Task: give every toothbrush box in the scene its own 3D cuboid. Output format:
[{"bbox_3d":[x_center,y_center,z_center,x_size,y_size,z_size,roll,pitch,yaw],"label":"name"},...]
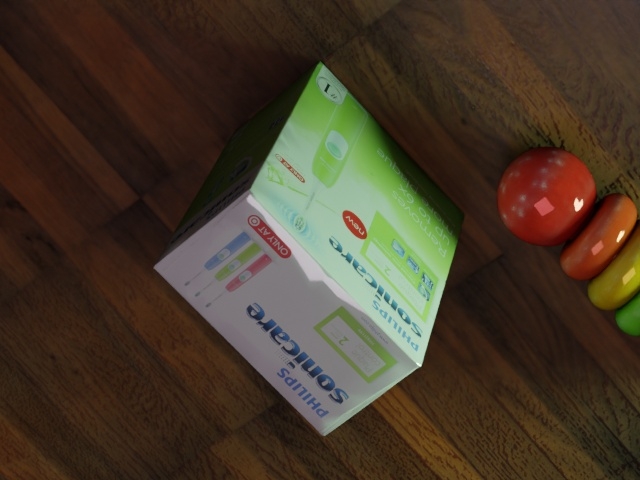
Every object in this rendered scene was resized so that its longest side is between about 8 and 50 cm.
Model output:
[{"bbox_3d":[0.000,0.000,1.644,0.122,0.283,0.206,-38,103,28],"label":"toothbrush box"}]

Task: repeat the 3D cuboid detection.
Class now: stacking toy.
[{"bbox_3d":[0.297,0.036,1.685,0.330,0.141,0.141,37,119,-3],"label":"stacking toy"}]
